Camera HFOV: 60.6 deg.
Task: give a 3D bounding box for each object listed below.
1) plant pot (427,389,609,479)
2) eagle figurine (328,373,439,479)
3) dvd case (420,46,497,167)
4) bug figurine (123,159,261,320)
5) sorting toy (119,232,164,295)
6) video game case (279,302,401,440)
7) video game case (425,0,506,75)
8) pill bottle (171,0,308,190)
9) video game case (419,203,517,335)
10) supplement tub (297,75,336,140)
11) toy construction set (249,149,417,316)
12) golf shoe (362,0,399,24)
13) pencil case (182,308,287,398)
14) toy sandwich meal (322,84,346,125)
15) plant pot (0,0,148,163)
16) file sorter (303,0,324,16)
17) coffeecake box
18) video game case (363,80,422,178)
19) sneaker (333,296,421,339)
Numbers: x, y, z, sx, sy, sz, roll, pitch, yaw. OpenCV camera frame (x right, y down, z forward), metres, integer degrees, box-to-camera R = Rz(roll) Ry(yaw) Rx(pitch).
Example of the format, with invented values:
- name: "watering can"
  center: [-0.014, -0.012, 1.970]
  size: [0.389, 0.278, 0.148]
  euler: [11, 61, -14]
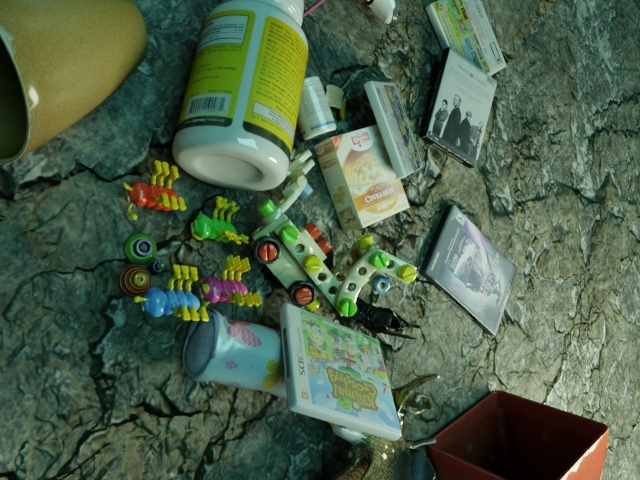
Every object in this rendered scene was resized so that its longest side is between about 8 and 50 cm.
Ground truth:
- name: "plant pot"
  center: [0.423, 0.511, 1.154]
  size: [0.267, 0.267, 0.236]
  euler: [-20, 106, -36]
- name: "eagle figurine"
  center: [0.086, 0.387, 0.955]
  size: [0.225, 0.226, 0.298]
  euler: [15, 49, 9]
- name: "dvd case"
  center: [0.340, -0.321, 1.335]
  size: [0.179, 0.029, 0.239]
  euler: [23, 77, -30]
- name: "bug figurine"
  center: [-0.201, 0.018, 0.850]
  size: [0.216, 0.072, 0.279]
  euler: [16, 46, -44]
- name: "sorting toy"
  center: [-0.273, 0.036, 0.850]
  size: [0.061, 0.042, 0.102]
  euler: [14, 75, -33]
- name: "video game case"
  center: [0.030, 0.211, 0.890]
  size: [0.212, 0.023, 0.193]
  euler: [27, 33, -29]
- name: "video game case"
  center: [0.379, -0.522, 1.414]
  size: [0.206, 0.026, 0.227]
  euler: [-34, 104, -34]
- name: "pill bottle"
  center: [-0.121, -0.267, 0.915]
  size: [0.188, 0.188, 0.334]
  euler: [20, 70, -32]
- name: "video game case"
  center: [0.361, 0.073, 1.309]
  size: [0.274, 0.026, 0.196]
  euler: [40, 62, -23]
- name: "supplement tub"
  center: [-0.017, -0.254, 1.061]
  size: [0.071, 0.071, 0.107]
  euler: [-23, 97, -36]
- name: "toy construction set"
  center: [0.000, 0.000, 0.980]
  size: [0.215, 0.151, 0.328]
  euler: [-39, 95, -3]
- name: "golf shoe"
  center: [0.092, -0.549, 1.192]
  size: [0.094, 0.077, 0.198]
  euler: [-36, 97, -23]
- name: "pencil case"
  center: [-0.090, 0.197, 0.912]
  size: [0.273, 0.124, 0.113]
  euler: [22, 89, -30]
- name: "toy sandwich meal"
  center: [0.023, -0.276, 1.118]
  size: [0.085, 0.029, 0.086]
  euler: [6, 79, -35]
- name: "plant pot"
  center: [-0.366, -0.262, 0.737]
  size: [0.254, 0.237, 0.237]
  euler: [-44, 108, -46]
- name: "file sorter"
  center: [-0.115, -0.550, 0.969]
  size: [0.290, 0.182, 0.202]
  euler: [16, 74, -33]
- name: "coffeecake box"
  center: [0.085, -0.129, 1.116]
  size: [0.142, 0.068, 0.185]
  euler: [-24, 96, -35]
- name: "video game case"
  center: [0.158, -0.238, 1.163]
  size: [0.183, 0.023, 0.201]
  euler: [-33, 103, -64]
- name: "sneaker"
  center: [0.110, 0.147, 1.077]
  size: [0.170, 0.089, 0.051]
  euler: [35, 65, -27]
